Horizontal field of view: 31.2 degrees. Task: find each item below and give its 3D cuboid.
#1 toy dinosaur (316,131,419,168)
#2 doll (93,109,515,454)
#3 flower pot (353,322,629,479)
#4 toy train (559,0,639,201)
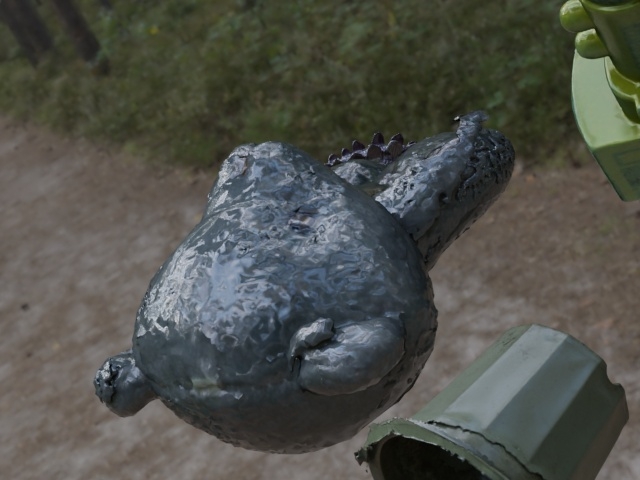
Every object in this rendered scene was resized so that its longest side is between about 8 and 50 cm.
[{"bbox_3d":[0.062,-0.071,1.189,0.209,0.082,0.039,1,25,-24],"label":"toy dinosaur"},{"bbox_3d":[-0.005,-0.005,0.704,0.246,0.158,0.340,-22,21,33],"label":"doll"},{"bbox_3d":[0.232,0.252,1.376,0.259,0.290,0.290,-41,22,-30],"label":"flower pot"},{"bbox_3d":[0.273,-0.164,0.824,0.237,0.369,0.150,-13,62,25],"label":"toy train"}]
